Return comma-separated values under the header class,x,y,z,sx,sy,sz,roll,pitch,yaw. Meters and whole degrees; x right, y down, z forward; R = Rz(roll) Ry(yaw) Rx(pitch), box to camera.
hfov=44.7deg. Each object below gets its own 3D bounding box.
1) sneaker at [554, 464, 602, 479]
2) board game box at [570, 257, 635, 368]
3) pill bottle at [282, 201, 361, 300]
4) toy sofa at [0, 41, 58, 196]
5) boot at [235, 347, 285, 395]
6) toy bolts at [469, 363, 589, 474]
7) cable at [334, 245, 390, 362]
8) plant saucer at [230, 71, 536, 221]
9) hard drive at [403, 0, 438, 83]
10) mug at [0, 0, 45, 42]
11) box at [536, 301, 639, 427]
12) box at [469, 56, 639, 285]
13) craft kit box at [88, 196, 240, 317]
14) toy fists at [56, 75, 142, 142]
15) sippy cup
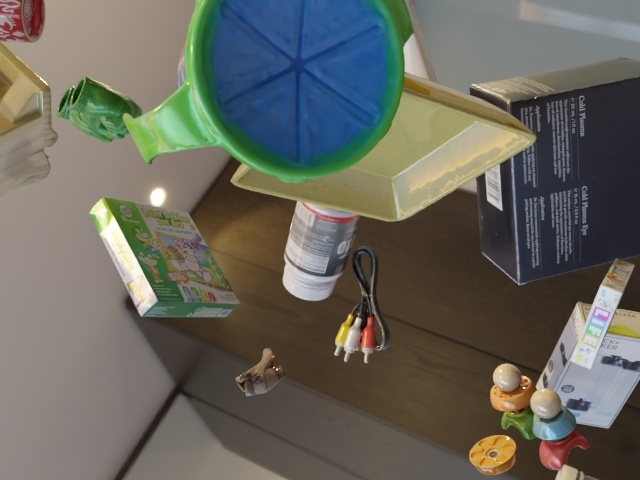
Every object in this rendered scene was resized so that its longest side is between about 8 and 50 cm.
class,x,y,z,sx,sy,sz,roll,pitch,yaw
sneaker,0.334,0.432,1.032,0.126,0.127,0.321,-53,-23,-41
board game box,0.358,0.088,0.980,0.154,0.026,0.103,-23,-48,-61
pill bottle,0.000,0.000,1.943,0.161,0.161,0.283,-39,-29,-51
toy sofa,-0.549,-0.118,1.049,0.362,0.150,0.177,-38,-20,-36
boot,-0.121,0.253,1.491,0.087,0.118,0.042,-23,-67,-13
toy bolts,0.410,0.370,1.601,0.218,0.228,0.159,-33,-70,-27
cable,0.111,0.160,1.916,0.072,0.139,0.287,4,-87,-53
plant saucer,0.084,-0.148,1.149,0.332,0.332,0.081,11,-116,-31
hard drive,0.056,-0.389,1.391,0.047,0.233,0.353,-39,-68,-52
mug,-0.517,-0.374,1.186,0.113,0.169,0.150,38,-122,-87
box,0.596,0.276,1.696,0.087,0.169,0.290,-81,2,-51
box,0.461,-0.133,1.430,0.179,0.312,0.343,-121,21,-67
craft kit box,-0.301,0.038,1.523,0.061,0.247,0.250,-44,-24,19
toy fists,-0.478,-0.275,1.686,0.142,0.279,0.096,21,-99,-27
sippy cup,-0.058,-0.187,0.874,0.305,0.224,0.240,7,-86,-23
